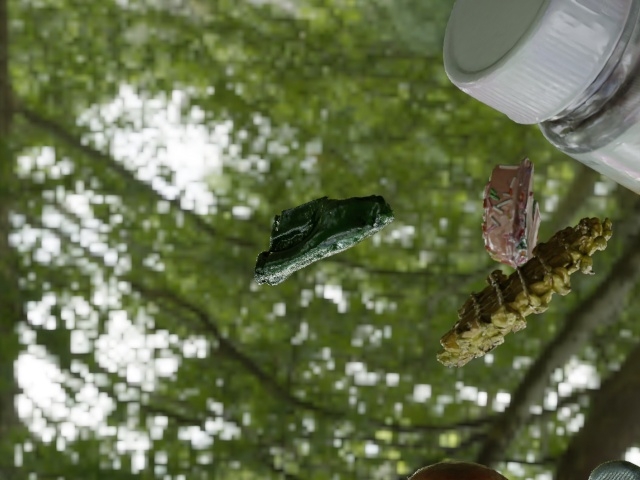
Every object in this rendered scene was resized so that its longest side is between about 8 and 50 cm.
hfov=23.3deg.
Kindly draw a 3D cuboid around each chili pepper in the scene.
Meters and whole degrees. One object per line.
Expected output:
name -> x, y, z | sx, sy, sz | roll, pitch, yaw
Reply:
chili pepper -> -0.002, -0.002, 1.911 | 0.216, 0.062, 0.108 | -24, -148, 36

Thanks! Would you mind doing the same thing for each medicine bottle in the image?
medicine bottle -> 0.246, -0.130, 1.218 | 0.273, 0.165, 0.165 | 24, -179, -24

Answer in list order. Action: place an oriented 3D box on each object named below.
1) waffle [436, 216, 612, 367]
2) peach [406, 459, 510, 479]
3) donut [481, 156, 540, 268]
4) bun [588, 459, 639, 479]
waffle -> 0.244, 0.057, 1.841 | 0.228, 0.051, 0.231 | -41, -176, -34
peach -> 0.191, 0.398, 1.988 | 0.232, 0.232, 0.232 | 2, -170, 0
donut -> 0.241, -0.022, 1.972 | 0.065, 0.117, 0.166 | 5, 152, 15
bun -> 0.357, 0.297, 1.832 | 0.083, 0.083, 0.045 | 6, -178, 22
